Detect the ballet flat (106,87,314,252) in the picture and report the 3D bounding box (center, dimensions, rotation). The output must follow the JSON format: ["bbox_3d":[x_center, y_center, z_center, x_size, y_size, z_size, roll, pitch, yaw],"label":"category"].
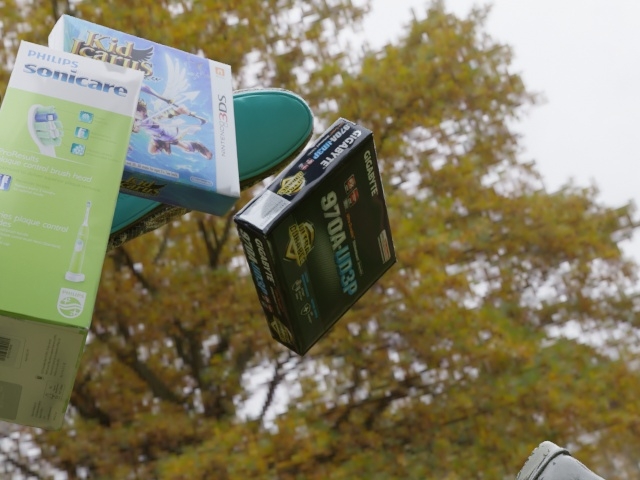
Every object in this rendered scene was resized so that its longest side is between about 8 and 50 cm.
[{"bbox_3d":[-0.236,-0.106,1.937,0.483,0.164,0.182,-30,-2,-27],"label":"ballet flat"}]

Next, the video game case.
[{"bbox_3d":[-0.249,-0.175,1.706,0.270,0.244,0.061,13,-37,-29],"label":"video game case"}]

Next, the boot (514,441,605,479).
[{"bbox_3d":[0.234,0.281,1.009,0.076,0.208,0.189,29,-92,-49],"label":"boot"}]

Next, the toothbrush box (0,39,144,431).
[{"bbox_3d":[-0.255,-0.002,1.098,0.122,0.283,0.206,14,-35,-11],"label":"toothbrush box"}]

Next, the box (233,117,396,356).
[{"bbox_3d":[0.000,0.000,1.336,0.175,0.051,0.220,-44,-35,-24],"label":"box"}]
